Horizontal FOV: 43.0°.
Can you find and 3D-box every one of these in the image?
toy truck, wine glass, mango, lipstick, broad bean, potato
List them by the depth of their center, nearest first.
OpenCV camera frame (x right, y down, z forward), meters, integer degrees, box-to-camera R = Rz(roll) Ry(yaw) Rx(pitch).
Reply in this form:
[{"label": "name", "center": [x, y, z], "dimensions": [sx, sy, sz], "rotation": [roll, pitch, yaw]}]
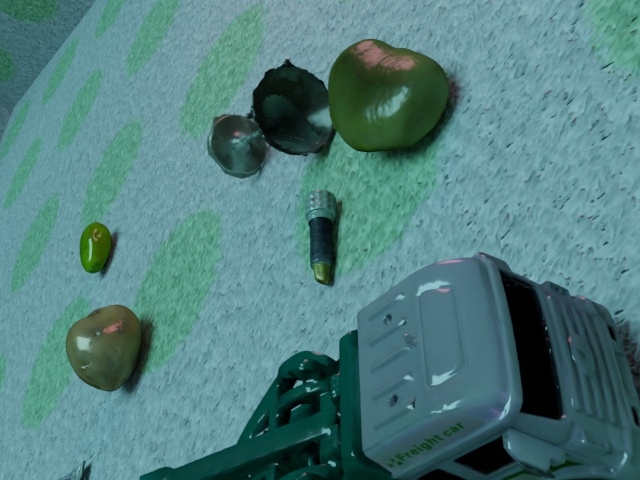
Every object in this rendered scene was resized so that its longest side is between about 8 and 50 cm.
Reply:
[{"label": "toy truck", "center": [0.037, 0.154, 0.579], "dimensions": [0.363, 0.178, 0.176], "rotation": [-36, 39, 35]}, {"label": "broad bean", "center": [0.062, -0.157, 0.878], "dimensions": [0.124, 0.082, 0.174], "rotation": [-54, 29, 11]}, {"label": "lipstick", "center": [0.000, 0.000, 0.903], "dimensions": [0.037, 0.037, 0.116], "rotation": [-33, 45, 42]}, {"label": "wine glass", "center": [-0.072, -0.148, 1.062], "dimensions": [0.183, 0.122, 0.122], "rotation": [-13, 56, 60]}, {"label": "potato", "center": [-0.324, 0.157, 1.215], "dimensions": [0.112, 0.112, 0.147], "rotation": [-49, 25, 23]}, {"label": "mango", "center": [-0.428, 0.016, 1.539], "dimensions": [0.073, 0.056, 0.108], "rotation": [-48, 35, 36]}]

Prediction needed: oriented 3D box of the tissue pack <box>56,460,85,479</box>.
[{"label": "tissue pack", "center": [-0.410, 0.416, 1.219], "dimensions": [0.193, 0.026, 0.122], "rotation": [-36, 38, 38]}]
